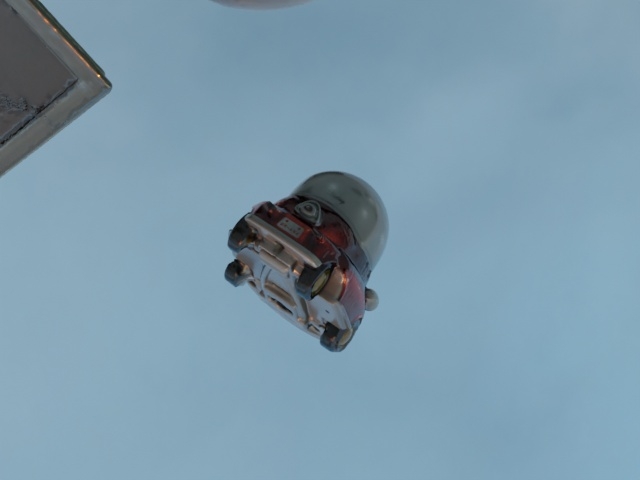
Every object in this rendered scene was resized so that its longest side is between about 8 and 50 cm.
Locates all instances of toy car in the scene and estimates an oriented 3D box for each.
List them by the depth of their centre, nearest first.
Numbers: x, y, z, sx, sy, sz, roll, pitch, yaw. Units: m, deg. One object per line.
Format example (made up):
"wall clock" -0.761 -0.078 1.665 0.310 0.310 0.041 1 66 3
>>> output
"toy car" 0.000 0.000 1.417 0.112 0.139 0.112 34 -108 18

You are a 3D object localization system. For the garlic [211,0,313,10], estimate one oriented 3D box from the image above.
"garlic" -0.090 -0.316 1.758 0.340 0.245 0.231 -1 -149 0

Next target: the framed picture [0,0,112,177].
"framed picture" -0.274 -0.122 1.193 0.232 0.296 0.019 48 -131 -12
